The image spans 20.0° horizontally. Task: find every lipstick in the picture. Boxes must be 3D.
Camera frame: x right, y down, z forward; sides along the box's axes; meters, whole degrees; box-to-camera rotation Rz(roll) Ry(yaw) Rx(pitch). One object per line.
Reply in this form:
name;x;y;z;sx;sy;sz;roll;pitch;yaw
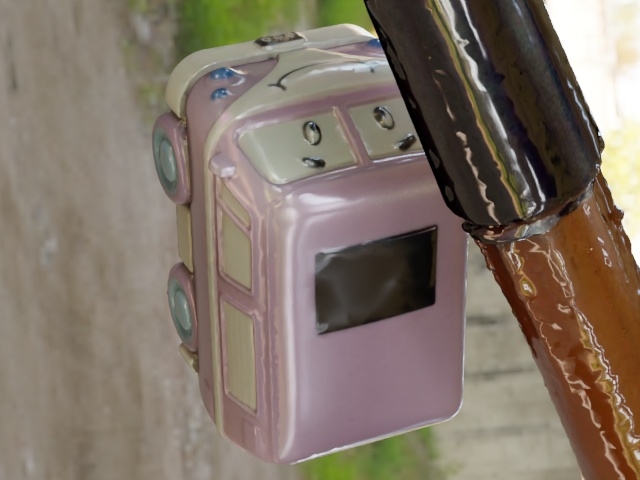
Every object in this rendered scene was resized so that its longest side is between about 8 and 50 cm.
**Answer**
lipstick;0.111;0.008;0.838;0.077;0.077;0.418;-88;156;-52

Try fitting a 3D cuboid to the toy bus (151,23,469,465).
toy bus;0.000;0.000;0.951;0.142;0.142;0.202;-132;-145;-54
